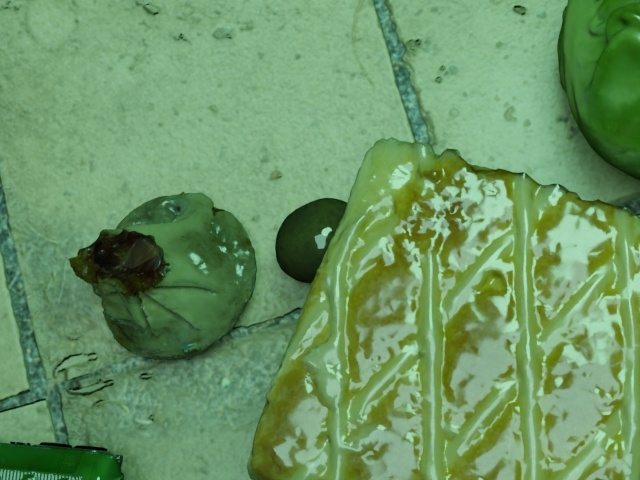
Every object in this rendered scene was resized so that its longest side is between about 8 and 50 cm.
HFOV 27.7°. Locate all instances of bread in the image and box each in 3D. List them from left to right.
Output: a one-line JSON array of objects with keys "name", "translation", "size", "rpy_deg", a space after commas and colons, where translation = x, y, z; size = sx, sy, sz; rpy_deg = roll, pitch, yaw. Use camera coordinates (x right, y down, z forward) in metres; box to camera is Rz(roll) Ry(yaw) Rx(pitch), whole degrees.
[{"name": "bread", "translation": [0.167, 0.144, 1.305], "size": [0.371, 0.279, 0.390], "rpy_deg": [19, 81, 12]}]

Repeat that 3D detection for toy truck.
[{"name": "toy truck", "translation": [-0.330, 0.265, 1.421], "size": [0.242, 0.125, 0.101], "rpy_deg": [4, 80, 9]}]

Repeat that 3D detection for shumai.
[{"name": "shumai", "translation": [-0.176, 0.030, 1.454], "size": [0.201, 0.120, 0.201], "rpy_deg": [-2, 76, 9]}]

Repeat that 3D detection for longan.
[{"name": "longan", "translation": [0.000, 0.000, 1.454], "size": [0.113, 0.113, 0.092], "rpy_deg": [-41, 120, -2]}]

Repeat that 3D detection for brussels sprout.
[{"name": "brussels sprout", "translation": [0.407, -0.209, 1.370], "size": [0.328, 0.247, 0.328], "rpy_deg": [-1, 81, 5]}]
